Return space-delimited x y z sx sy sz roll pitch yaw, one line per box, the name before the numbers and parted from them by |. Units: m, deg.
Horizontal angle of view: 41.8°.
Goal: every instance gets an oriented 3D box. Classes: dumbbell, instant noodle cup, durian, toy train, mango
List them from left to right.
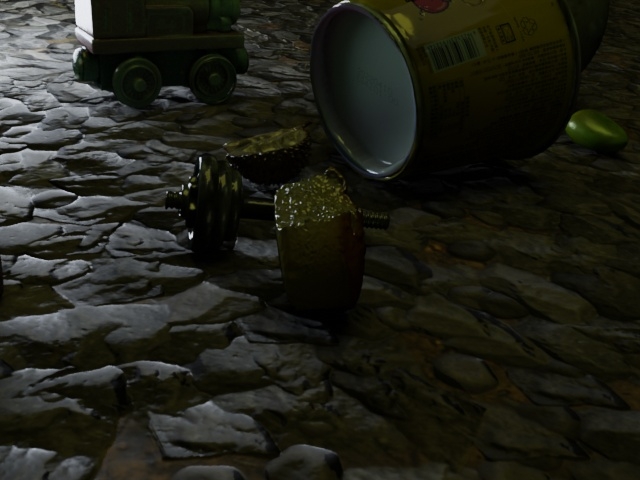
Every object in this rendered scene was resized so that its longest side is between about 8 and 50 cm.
toy train | -0.259 -0.345 1.392 0.304 0.221 0.150 -9 27 -29
durian | -0.059 -0.112 1.120 0.140 0.071 0.110 -30 36 -30
dumbbell | -0.045 -0.034 0.935 0.254 0.110 0.110 4 25 -14
instant noodle cup | 0.155 -0.232 1.168 0.254 0.325 0.325 -22 36 -28
mango | 0.447 -0.175 1.356 0.073 0.056 0.108 -24 40 -36

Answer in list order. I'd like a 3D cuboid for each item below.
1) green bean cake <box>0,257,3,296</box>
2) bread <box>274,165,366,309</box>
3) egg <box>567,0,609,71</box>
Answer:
green bean cake | -0.381 0.020 0.807 0.136 0.056 0.135 -7 29 -23
bread | 0.000 0.008 0.826 0.086 0.125 0.156 -6 25 -4
egg | 0.347 -0.423 1.529 0.345 0.345 0.428 7 40 5
